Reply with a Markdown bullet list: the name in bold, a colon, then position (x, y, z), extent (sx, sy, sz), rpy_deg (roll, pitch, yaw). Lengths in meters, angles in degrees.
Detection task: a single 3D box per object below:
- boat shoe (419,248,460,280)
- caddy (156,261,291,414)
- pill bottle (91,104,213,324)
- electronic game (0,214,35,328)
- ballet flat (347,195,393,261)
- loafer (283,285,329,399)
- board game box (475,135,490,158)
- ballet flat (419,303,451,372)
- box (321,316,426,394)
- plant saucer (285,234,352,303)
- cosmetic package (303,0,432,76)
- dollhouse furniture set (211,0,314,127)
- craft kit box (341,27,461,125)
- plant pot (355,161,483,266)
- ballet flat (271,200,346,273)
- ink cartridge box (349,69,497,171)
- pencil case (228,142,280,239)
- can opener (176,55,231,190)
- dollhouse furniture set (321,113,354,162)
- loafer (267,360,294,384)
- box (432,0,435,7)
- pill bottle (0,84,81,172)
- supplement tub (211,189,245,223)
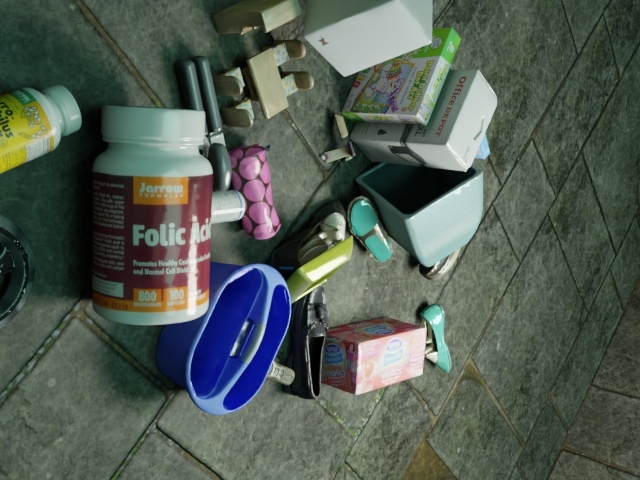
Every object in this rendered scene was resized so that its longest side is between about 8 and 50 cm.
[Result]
- **boat shoe**: position (0.348, -0.059, 2.259), extent (0.130, 0.132, 0.355), rpy_deg (25, 75, -27)
- **caddy**: position (-0.198, 0.207, 1.669), extent (0.241, 0.179, 0.341), rpy_deg (37, 71, -46)
- **pill bottle**: position (-0.317, -0.055, 1.444), extent (0.224, 0.224, 0.391), rpy_deg (-8, 105, -46)
- **electronic game**: position (-0.596, 0.059, 1.298), extent (0.229, 0.048, 0.229), rpy_deg (-14, 108, -47)
- **ballet flat**: position (0.122, -0.037, 2.040), extent (0.091, 0.077, 0.241), rpy_deg (-28, 129, -1)
- **loafer**: position (-0.017, 0.255, 1.936), extent (0.109, 0.095, 0.302), rpy_deg (5, 95, -48)
- **board game box**: position (0.357, -0.310, 2.126), extent (0.039, 0.212, 0.160), rpy_deg (-46, 129, -32)
- **ballet flat**: position (0.346, 0.313, 2.371), extent (0.087, 0.083, 0.247), rpy_deg (-19, 115, -17)
- **box**: position (0.140, 0.308, 2.078), extent (0.300, 0.154, 0.142), rpy_deg (-4, 102, -46)
- **plant saucer**: position (-0.012, 0.082, 1.838), extent (0.188, 0.188, 0.045), rpy_deg (-31, 80, -35)
- **cosmetic package**: position (0.114, -0.613, 1.671), extent (0.161, 0.230, 0.452), rpy_deg (36, 51, -45)
- **dollhouse furniture set**: position (-0.111, -0.387, 1.637), extent (0.212, 0.161, 0.242), rpy_deg (-39, 125, -35)
- **craft kit box**: position (0.199, -0.409, 1.907), extent (0.061, 0.247, 0.249), rpy_deg (36, 72, -47)
- **plant pot**: position (0.281, -0.080, 2.046), extent (0.248, 0.247, 0.252), rpy_deg (-31, 132, -13)
- **ballet flat**: position (0.000, 0.000, 1.896), extent (0.280, 0.096, 0.095), rpy_deg (-43, 128, -33)
- **ink cartridge box**: position (0.261, -0.314, 1.949), extent (0.129, 0.308, 0.223), rpy_deg (40, 69, -45)
- **pencil case**: position (-0.144, -0.112, 1.724), extent (0.098, 0.095, 0.209), rpy_deg (-59, 145, -61)
- **can opener**: position (-0.232, -0.245, 1.600), extent (0.074, 0.093, 0.280), rpy_deg (-27, 113, -40)
- **dollhouse furniture set**: position (0.030, -0.254, 1.936), extent (0.081, 0.091, 0.114), rpy_deg (-17, 89, -2)
- **loafer**: position (-0.131, 0.313, 1.864), extent (0.148, 0.050, 0.056), rpy_deg (36, 68, -29)
- **box**: position (0.167, -0.622, 1.893), extent (0.207, 0.153, 0.108), rpy_deg (29, 78, -46)
- **pill bottle**: position (-0.515, -0.187, 1.279), extent (0.208, 0.118, 0.117), rpy_deg (-33, 122, -37)
- **supplement tub**: position (-0.224, -0.073, 1.655), extent (0.107, 0.071, 0.070), rpy_deg (-10, 106, -45)
